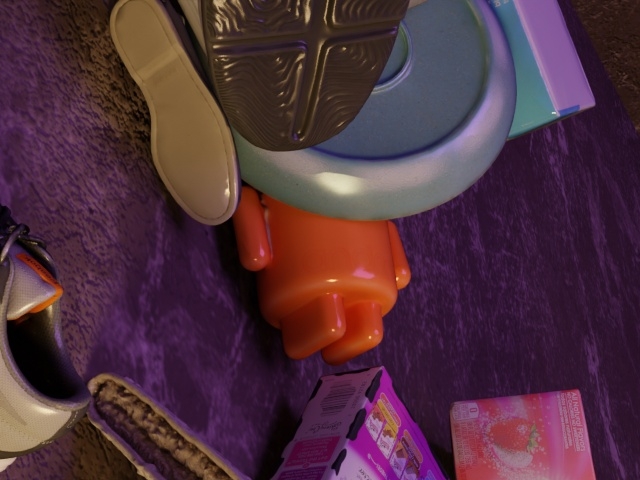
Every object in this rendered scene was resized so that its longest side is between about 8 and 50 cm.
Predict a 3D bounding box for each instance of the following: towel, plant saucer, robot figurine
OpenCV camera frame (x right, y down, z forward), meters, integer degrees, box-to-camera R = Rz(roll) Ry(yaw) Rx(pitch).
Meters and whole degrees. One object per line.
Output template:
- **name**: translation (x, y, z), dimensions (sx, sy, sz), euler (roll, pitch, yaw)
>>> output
- **towel**: translation (-0.037, 0.199, 0.917), dimensions (0.282, 0.049, 0.187), euler (30, -16, 47)
- **plant saucer**: translation (0.029, -0.168, 1.241), dimensions (0.043, 0.318, 0.317), euler (113, -27, -62)
- **robot figurine**: translation (0.001, 0.001, 1.249), dimensions (0.128, 0.158, 0.219), euler (89, -6, -65)

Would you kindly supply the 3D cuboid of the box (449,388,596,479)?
- **box**: translation (0.218, 0.321, 1.413), dimensions (0.154, 0.142, 0.300), euler (76, 9, -58)

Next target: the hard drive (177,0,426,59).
- **hard drive**: translation (-0.063, -0.336, 1.210), dimensions (0.353, 0.233, 0.047), euler (63, -21, 4)

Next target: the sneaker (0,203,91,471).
- **sneaker**: translation (-0.210, 0.000, 0.809), dimensions (0.100, 0.108, 0.271), euler (-26, 95, -65)

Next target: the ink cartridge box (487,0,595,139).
- **ink cartridge box**: translation (0.114, -0.178, 1.453), dimensions (0.198, 0.270, 0.197), euler (-22, 91, -67)

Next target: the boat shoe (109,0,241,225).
- **boat shoe**: translation (-0.109, -0.112, 1.158), dimensions (0.206, 0.075, 0.065), euler (67, 23, 5)

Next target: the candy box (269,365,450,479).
- **candy box**: translation (0.024, 0.241, 1.145), dimensions (0.159, 0.071, 0.233), euler (60, 35, -24)

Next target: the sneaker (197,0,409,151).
- **sneaker**: translation (-0.047, -0.311, 1.102), dimensions (0.257, 0.169, 0.447), euler (-135, -139, -61)
